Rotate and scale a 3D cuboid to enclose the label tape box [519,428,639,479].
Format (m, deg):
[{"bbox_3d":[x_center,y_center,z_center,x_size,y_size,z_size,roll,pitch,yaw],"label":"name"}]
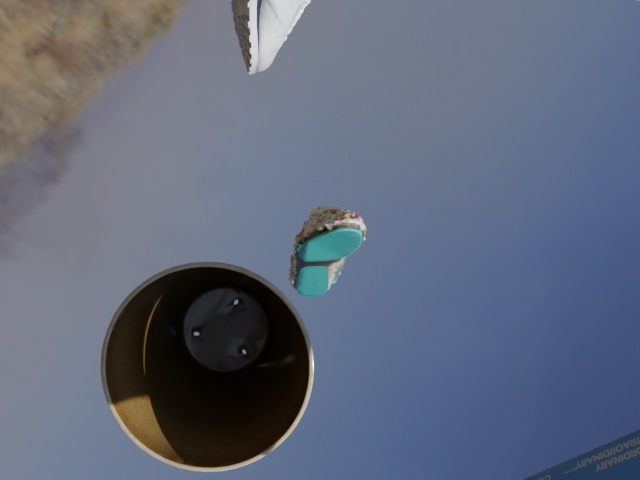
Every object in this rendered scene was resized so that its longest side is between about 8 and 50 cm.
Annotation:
[{"bbox_3d":[0.213,0.226,0.862,0.240,0.333,0.106,-31,-116,27],"label":"label tape box"}]

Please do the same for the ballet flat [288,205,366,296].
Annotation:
[{"bbox_3d":[0.000,0.000,1.456,0.241,0.091,0.077,122,-32,-62],"label":"ballet flat"}]

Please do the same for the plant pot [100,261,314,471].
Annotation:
[{"bbox_3d":[-0.127,0.131,1.348,0.237,0.237,0.254,-51,-177,3],"label":"plant pot"}]

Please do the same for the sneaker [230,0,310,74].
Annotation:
[{"bbox_3d":[-0.059,-0.291,1.385,0.095,0.090,0.235,-17,158,-15],"label":"sneaker"}]
